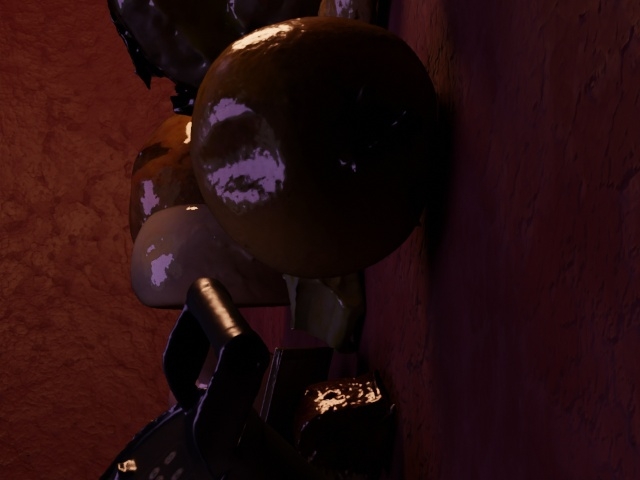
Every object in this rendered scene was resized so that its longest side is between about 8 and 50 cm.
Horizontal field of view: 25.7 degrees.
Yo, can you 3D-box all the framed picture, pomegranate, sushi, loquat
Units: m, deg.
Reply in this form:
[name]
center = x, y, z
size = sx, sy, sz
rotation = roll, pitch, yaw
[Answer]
[framed picture]
center = -0.029, 0.171, 1.369
size = 0.201, 0.010, 0.135
rotation = 15, -91, -75
[pomegranate]
center = -0.157, -0.062, 2.083
size = 0.281, 0.281, 0.281
rotation = -177, 90, -83
[sushi]
center = -0.132, -0.325, 1.829
size = 0.294, 0.281, 0.299
rotation = -111, 8, -73
[loquat]
center = -0.005, -0.075, 1.117
size = 0.213, 0.213, 0.213
rotation = -177, 90, -83

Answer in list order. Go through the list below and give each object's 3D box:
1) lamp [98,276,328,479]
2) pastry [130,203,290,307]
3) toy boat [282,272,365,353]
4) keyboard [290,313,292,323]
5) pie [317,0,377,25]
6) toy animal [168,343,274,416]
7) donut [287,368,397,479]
[lamp]
center = -0.058, 0.260, 1.163
size = 0.374, 0.272, 0.205
rotation = -62, 22, 6
[pastry]
center = -0.118, 0.024, 1.800
size = 0.265, 0.265, 0.133
rotation = 131, 139, -79
[toy boat]
center = -0.006, -0.001, 1.541
size = 0.111, 0.084, 0.276
rotation = 97, 171, -46
[keyboard]
center = -0.028, 0.045, 1.967
size = 0.176, 0.014, 0.055
rotation = 100, 170, -45
[pie]
center = 0.025, -0.200, 1.436
size = 0.128, 0.068, 0.282
rotation = -101, 19, -58
[toy animal]
center = -0.104, 0.236, 1.569
size = 0.256, 0.195, 0.213
rotation = -63, 6, 6
[donut]
center = 0.011, 0.212, 1.317
size = 0.141, 0.085, 0.217
rotation = -103, 16, -64
